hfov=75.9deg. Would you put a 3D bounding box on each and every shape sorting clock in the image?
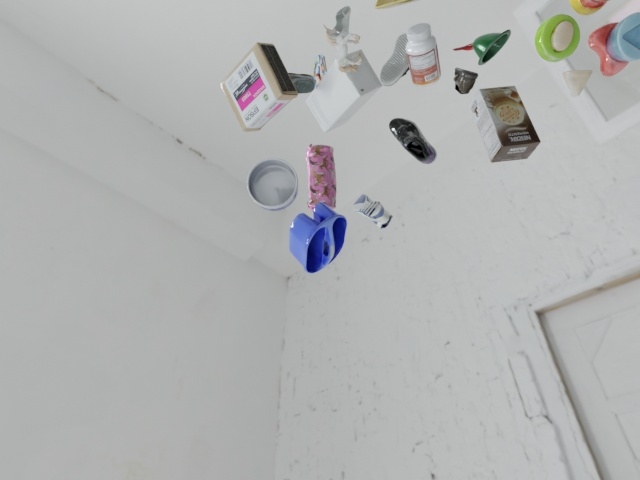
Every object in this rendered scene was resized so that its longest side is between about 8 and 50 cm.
[{"bbox_3d":[-0.007,-0.858,2.131,0.040,0.206,0.206,-7,-116,-22],"label":"shape sorting clock"}]

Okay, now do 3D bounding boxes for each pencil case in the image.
[{"bbox_3d":[0.003,-0.361,2.379,0.167,0.160,0.387,-2,-90,-59],"label":"pencil case"}]

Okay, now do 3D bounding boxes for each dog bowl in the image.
[{"bbox_3d":[-0.246,-0.290,2.143,0.265,0.264,0.104,61,177,7],"label":"dog bowl"}]

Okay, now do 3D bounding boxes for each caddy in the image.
[{"bbox_3d":[0.000,0.000,1.822,0.241,0.341,0.179,-31,-121,-27],"label":"caddy"}]

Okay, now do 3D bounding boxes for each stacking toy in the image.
[{"bbox_3d":[0.810,-0.605,1.189,0.309,0.279,0.130,46,-177,-12],"label":"stacking toy"}]

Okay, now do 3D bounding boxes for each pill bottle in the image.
[{"bbox_3d":[0.409,-0.740,1.641,0.216,0.121,0.121,62,-160,-45],"label":"pill bottle"}]

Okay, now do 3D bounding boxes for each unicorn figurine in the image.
[{"bbox_3d":[0.074,-0.624,1.321,0.060,0.111,0.162,-87,-11,-73],"label":"unicorn figurine"}]

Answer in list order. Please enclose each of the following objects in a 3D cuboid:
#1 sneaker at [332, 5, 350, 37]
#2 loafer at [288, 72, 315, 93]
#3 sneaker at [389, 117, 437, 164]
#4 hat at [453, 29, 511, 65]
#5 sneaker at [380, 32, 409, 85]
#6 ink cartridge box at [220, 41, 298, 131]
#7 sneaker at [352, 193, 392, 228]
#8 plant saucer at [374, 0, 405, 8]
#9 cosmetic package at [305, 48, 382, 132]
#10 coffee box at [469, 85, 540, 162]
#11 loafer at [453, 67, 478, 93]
[{"bbox_3d":[0.086,-0.819,1.561,0.061,0.053,0.152,34,-113,-55],"label":"sneaker"},{"bbox_3d":[-0.159,-0.732,1.899,0.267,0.096,0.084,2,-130,-2],"label":"loafer"},{"bbox_3d":[0.403,-0.460,1.843,0.283,0.107,0.124,50,-151,20],"label":"sneaker"},{"bbox_3d":[0.729,-0.930,1.887,0.184,0.208,0.173,52,-151,14],"label":"hat"},{"bbox_3d":[0.417,-0.922,2.163,0.321,0.126,0.127,-64,-29,-12],"label":"sneaker"},{"bbox_3d":[-0.214,-0.516,1.398,0.088,0.234,0.193,-24,-93,-50],"label":"ink cartridge box"},{"bbox_3d":[0.323,-0.158,2.459,0.182,0.127,0.315,42,-179,-27],"label":"sneaker"},{"bbox_3d":[0.397,-1.105,1.667,0.080,0.333,0.333,20,-169,-30],"label":"plant saucer"},{"bbox_3d":[0.097,-0.679,1.903,0.155,0.365,0.197,-32,-86,-28],"label":"cosmetic package"},{"bbox_3d":[0.631,-0.403,1.416,0.098,0.141,0.247,96,164,-66],"label":"coffee box"},{"bbox_3d":[0.498,-0.557,1.440,0.080,0.079,0.220,20,-154,9],"label":"loafer"}]
